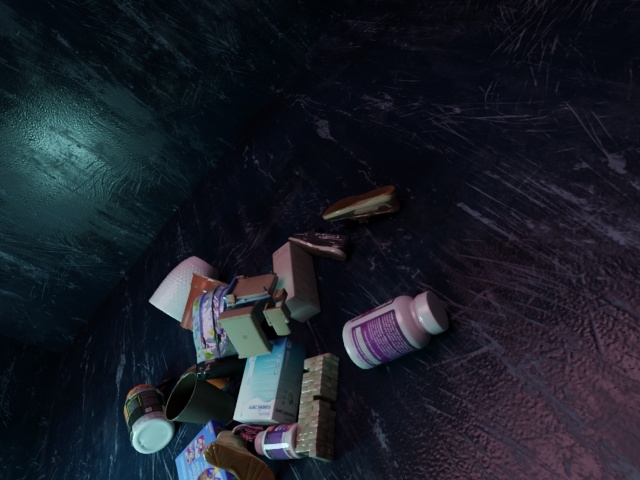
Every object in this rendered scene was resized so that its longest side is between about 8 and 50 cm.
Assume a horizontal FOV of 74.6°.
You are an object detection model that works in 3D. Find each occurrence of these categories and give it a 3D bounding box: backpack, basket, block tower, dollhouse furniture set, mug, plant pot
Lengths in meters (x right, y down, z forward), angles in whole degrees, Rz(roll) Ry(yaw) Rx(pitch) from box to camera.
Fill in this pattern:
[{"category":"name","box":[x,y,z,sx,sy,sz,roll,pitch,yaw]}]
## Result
[{"category":"backpack","box":[-0.401,0.366,1.761,0.273,0.290,0.355,-37,61,19]},{"category":"basket","box":[-0.482,0.672,1.733,0.204,0.227,0.154,-54,35,-1]},{"category":"block tower","box":[-0.008,0.551,1.412,0.097,0.091,0.335,-27,43,34]},{"category":"dollhouse furniture set","box":[-0.212,0.264,1.645,0.286,0.198,0.303,-13,29,16]},{"category":"mug","box":[-0.732,0.274,2.355,0.328,0.276,0.374,-58,5,-16]},{"category":"plant pot","box":[-0.555,0.329,2.100,0.272,0.272,0.265,6,74,51]}]

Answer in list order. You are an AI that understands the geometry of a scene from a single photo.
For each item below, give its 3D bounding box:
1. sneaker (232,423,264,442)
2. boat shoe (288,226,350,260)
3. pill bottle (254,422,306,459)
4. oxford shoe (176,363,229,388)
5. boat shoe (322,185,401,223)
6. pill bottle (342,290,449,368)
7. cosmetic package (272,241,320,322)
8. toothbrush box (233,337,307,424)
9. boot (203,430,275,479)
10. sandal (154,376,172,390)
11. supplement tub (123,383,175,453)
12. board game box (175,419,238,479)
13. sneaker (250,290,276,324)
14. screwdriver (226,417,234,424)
[{"category":"sneaker","box":[-0.263,0.713,1.543,0.057,0.119,0.047,-106,31,-57]},{"category":"boat shoe","box":[-0.002,-0.002,1.838,0.340,0.127,0.113,10,68,50]},{"category":"pill bottle","box":[-0.129,0.682,1.425,0.193,0.108,0.108,-24,45,35]},{"category":"oxford shoe","box":[-0.538,0.615,1.938,0.364,0.130,0.132,-22,40,36]},{"category":"boat shoe","box":[0.170,-0.120,1.741,0.342,0.123,0.123,-17,24,28]},{"category":"pill bottle","box":[0.232,0.273,1.303,0.301,0.169,0.169,-32,41,29]},{"category":"cosmetic package","box":[-0.105,0.172,1.783,0.113,0.160,0.309,-37,38,25]},{"category":"toothbrush box","box":[-0.187,0.539,1.594,0.216,0.126,0.295,-20,46,37]},{"category":"boot","box":[-0.273,0.775,1.501,0.203,0.262,0.095,92,-159,-79]},{"category":"sandal","box":[-0.832,0.769,2.205,0.179,0.067,0.040,-38,78,20]},{"category":"supplement tub","box":[-0.829,0.840,2.019,0.193,0.193,0.316,-56,36,-4]},{"category":"board game box","box":[-0.416,0.898,1.579,0.233,0.078,0.347,-49,39,7]},{"category":"sneaker","box":[-0.282,0.289,1.913,0.321,0.126,0.127,-44,42,16]},{"category":"screwdriver","box":[-0.378,0.756,1.730,0.170,0.024,0.025,-37,68,12]}]
